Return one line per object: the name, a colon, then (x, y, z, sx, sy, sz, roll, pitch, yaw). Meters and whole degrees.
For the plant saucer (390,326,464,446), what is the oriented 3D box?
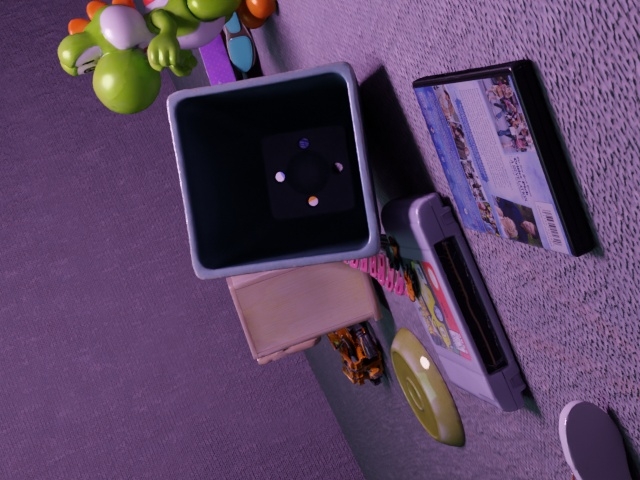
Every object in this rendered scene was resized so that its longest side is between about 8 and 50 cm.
plant saucer: (0.187, 0.275, 1.631, 0.241, 0.037, 0.241, 62, 170, 18)

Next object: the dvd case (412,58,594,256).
dvd case: (0.170, -0.083, 0.881, 0.253, 0.022, 0.180, -153, 40, -75)

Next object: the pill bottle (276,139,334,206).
pill bottle: (-0.048, -0.100, 1.620, 0.152, 0.152, 0.272, 77, 165, -51)

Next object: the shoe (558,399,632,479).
shoe: (0.288, 0.247, 0.940, 0.178, 0.064, 0.081, 62, 166, -4)

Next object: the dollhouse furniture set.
dollhouse furniture set: (-0.060, 0.057, 1.819, 0.394, 0.257, 0.362, -123, 15, -71)

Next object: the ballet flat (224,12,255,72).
ballet flat: (-0.164, -0.421, 1.786, 0.052, 0.057, 0.168, -79, -19, -51)

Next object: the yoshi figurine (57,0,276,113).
yoshi figurine: (-0.249, -0.327, 1.503, 0.203, 0.362, 0.203, 56, 166, 41)

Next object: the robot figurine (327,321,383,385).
robot figurine: (0.052, 0.203, 2.024, 0.291, 0.085, 0.211, 59, 169, 35)

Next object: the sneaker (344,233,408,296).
sneaker: (0.108, 0.028, 1.388, 0.170, 0.075, 0.063, 29, 130, 37)

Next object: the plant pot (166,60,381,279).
plant pot: (-0.041, -0.094, 1.247, 0.252, 0.247, 0.247, -22, -76, -79)

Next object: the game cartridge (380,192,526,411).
game cartridge: (0.171, 0.078, 1.194, 0.196, 0.060, 0.294, -161, 47, -82)

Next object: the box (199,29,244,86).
box: (-0.192, -0.326, 1.899, 0.201, 0.057, 0.293, 65, -175, -65)

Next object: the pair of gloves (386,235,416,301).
pair of gloves: (0.111, 0.040, 1.234, 0.074, 0.010, 0.083, 80, 163, -59)
